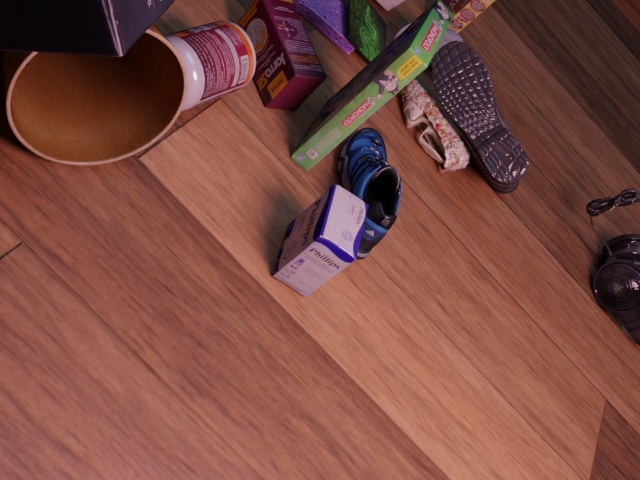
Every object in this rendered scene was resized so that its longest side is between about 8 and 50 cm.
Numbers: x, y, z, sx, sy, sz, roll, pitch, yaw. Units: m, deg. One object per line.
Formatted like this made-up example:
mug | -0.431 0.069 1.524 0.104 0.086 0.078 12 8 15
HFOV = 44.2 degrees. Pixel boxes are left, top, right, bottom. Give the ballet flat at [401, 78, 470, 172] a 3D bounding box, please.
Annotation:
ballet flat | 0.234 -0.249 1.710 0.077 0.091 0.241 -31 78 -17

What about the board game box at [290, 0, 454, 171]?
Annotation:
board game box | 0.089 -0.273 1.402 0.046 0.317 0.213 42 41 -13

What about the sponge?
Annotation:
sponge | 0.003 -0.505 1.714 0.210 0.031 0.117 37 42 -16

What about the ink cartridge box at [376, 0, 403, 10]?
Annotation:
ink cartridge box | 0.121 -0.661 1.844 0.219 0.093 0.160 17 49 -58

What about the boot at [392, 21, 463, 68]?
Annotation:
boot | 0.286 -0.446 1.883 0.258 0.095 0.123 -10 62 -47

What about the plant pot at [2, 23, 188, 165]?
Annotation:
plant pot | -0.341 -0.276 1.099 0.237 0.237 0.254 3 46 -42

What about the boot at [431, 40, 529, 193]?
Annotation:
boot | 0.339 -0.257 1.740 0.223 0.118 0.338 8 59 -83

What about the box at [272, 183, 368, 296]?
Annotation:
box | 0.000 0.000 1.257 0.072 0.137 0.126 34 43 -19

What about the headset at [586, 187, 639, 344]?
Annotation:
headset | 0.756 0.064 1.880 0.394 0.185 0.243 56 38 -13

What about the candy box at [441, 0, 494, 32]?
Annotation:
candy box | 0.348 -0.587 1.976 0.053 0.187 0.109 23 49 -30

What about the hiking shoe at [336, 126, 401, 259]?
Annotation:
hiking shoe | 0.103 -0.105 1.434 0.113 0.132 0.304 29 45 -25

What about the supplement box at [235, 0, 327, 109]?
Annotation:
supplement box | -0.078 -0.349 1.467 0.081 0.104 0.188 -5 65 -44

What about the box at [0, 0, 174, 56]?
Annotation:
box | -0.376 -0.465 0.951 0.480 0.297 0.471 7 43 16

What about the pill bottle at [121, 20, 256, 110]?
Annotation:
pill bottle | -0.213 -0.278 1.276 0.121 0.121 0.221 53 40 1

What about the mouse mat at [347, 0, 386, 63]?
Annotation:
mouse mat | 0.106 -0.470 1.764 0.153 0.007 0.189 38 45 -42
